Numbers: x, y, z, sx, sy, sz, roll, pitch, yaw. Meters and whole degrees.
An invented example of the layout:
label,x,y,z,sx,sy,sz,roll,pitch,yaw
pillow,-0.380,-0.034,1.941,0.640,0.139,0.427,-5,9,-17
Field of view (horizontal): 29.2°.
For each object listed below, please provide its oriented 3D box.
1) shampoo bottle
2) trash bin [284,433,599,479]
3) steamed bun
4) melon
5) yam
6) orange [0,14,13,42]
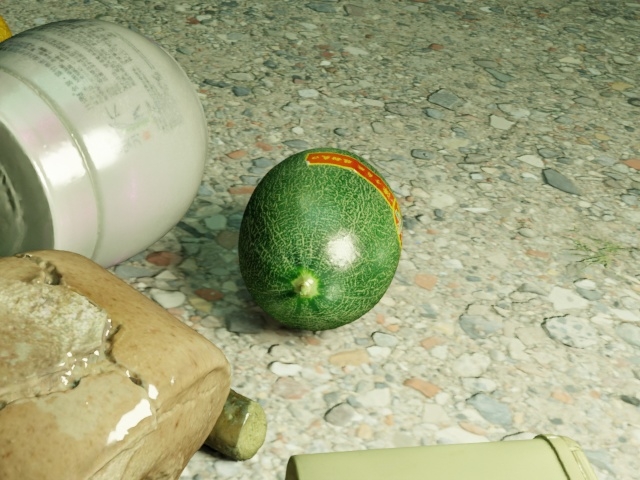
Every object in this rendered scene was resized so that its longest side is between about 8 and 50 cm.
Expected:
label,x,y,z,sx,sy,sz,roll,pitch,yaw
shampoo bottle,-0.282,-0.094,1.342,0.273,0.273,0.266,25,40,29
trash bin,0.105,0.253,0.965,0.247,0.121,0.243,1,29,-9
steamed bun,-0.220,0.123,0.972,0.251,0.199,0.301,40,39,10
melon,0.000,0.000,1.335,0.182,0.182,0.288,10,27,3
yam,-0.175,0.133,1.177,0.274,0.061,0.061,20,30,23
orange,-0.513,-0.228,1.592,0.236,0.236,0.236,6,28,-3
